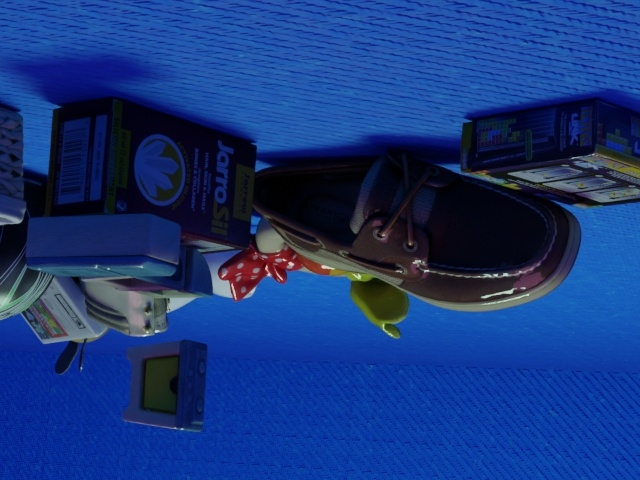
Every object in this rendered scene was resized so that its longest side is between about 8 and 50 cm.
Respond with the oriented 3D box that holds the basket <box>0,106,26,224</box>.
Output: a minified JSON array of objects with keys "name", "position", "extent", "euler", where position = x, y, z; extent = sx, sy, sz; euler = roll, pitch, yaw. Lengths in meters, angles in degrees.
[{"name":"basket","position":[-0.348,-0.076,1.354],"extent":[0.113,0.103,0.167],"euler":[-2,169,34]}]

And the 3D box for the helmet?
[{"name":"helmet","position":[-0.370,0.012,1.702],"extent":[0.169,0.161,0.169],"euler":[7,171,1]}]

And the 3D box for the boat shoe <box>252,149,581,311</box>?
[{"name":"boat shoe","position":[0.073,-0.021,1.448],"extent":[0.342,0.123,0.123],"euler":[14,168,39]}]

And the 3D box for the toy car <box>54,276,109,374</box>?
[{"name":"toy car","position":[-0.323,0.078,2.016],"extent":[0.149,0.188,0.155],"euler":[8,170,-25]}]

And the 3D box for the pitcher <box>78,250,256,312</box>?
[{"name":"pitcher","position":[-0.204,0.022,1.893],"extent":[0.177,0.125,0.207],"euler":[15,-168,43]}]

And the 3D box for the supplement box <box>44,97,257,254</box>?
[{"name":"supplement box","position":[-0.149,-0.053,1.399],"extent":[0.081,0.104,0.188],"euler":[-4,168,39]}]

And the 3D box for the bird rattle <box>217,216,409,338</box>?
[{"name":"bird rattle","position":[0.000,0.000,1.758],"extent":[0.253,0.143,0.207],"euler":[18,158,-2]}]

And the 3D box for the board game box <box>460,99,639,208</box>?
[{"name":"board game box","position":[0.225,-0.070,1.311],"extent":[0.170,0.048,0.141],"euler":[13,165,-44]}]

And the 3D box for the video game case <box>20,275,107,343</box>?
[{"name":"video game case","position":[-0.355,0.037,1.883],"extent":[0.023,0.201,0.183],"euler":[-42,-165,-27]}]

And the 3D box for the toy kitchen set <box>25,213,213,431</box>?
[{"name":"toy kitchen set","position":[-0.150,0.077,1.352],"extent":[0.122,0.166,0.207],"euler":[-2,169,26]}]

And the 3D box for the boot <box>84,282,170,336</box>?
[{"name":"boot","position":[-0.175,0.027,1.702],"extent":[0.213,0.165,0.077],"euler":[5,-149,21]}]
